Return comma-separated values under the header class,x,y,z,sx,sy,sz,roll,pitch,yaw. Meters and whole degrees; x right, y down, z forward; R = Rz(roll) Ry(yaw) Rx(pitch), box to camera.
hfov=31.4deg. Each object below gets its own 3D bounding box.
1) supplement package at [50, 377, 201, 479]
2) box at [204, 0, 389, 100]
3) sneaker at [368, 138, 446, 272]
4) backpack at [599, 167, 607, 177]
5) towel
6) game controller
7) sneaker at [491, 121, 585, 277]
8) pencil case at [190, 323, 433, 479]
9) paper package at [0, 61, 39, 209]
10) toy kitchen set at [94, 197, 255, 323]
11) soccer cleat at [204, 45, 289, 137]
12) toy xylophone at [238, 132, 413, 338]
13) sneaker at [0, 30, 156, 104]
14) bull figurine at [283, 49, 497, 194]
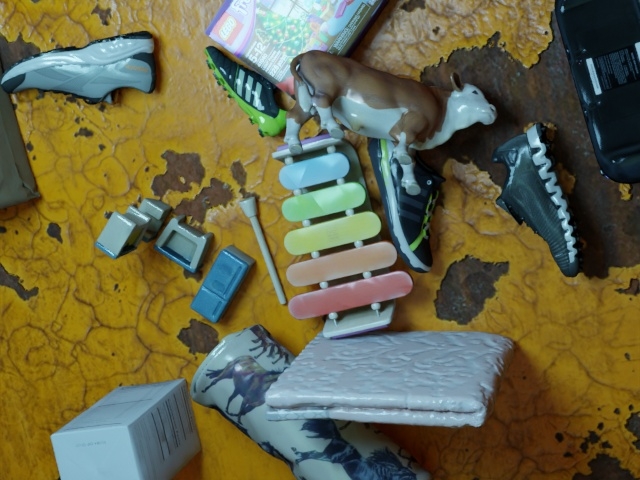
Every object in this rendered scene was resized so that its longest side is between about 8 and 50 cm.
class,x,y,z,sx,sy,sz,roll,pitch,yaw
supplement package,-0.308,0.329,1.853,0.139,0.244,0.133,-9,98,17
box,-0.011,-0.373,1.713,0.201,0.057,0.293,37,104,5
sneaker,0.147,-0.066,1.733,0.097,0.084,0.234,-16,97,16
backpack,0.454,-0.148,1.633,0.114,0.084,0.105,-12,95,20
towel,0.111,0.198,1.669,0.317,0.332,0.053,-1,102,16
game controller,0.436,-0.241,1.584,0.166,0.067,0.319,-19,74,25
sneaker,0.320,-0.051,1.697,0.106,0.078,0.234,-18,93,21
pencil case,-0.013,0.311,1.800,0.410,0.183,0.160,40,68,8
paper package,-0.676,-0.176,1.886,0.325,0.168,0.309,-12,97,18
toy kitchen set,-0.240,0.043,1.815,0.207,0.166,0.122,32,108,7
soccer cleat,-0.111,-0.242,1.785,0.072,0.060,0.179,-39,87,-4
toy xylophone,0.000,0.000,1.788,0.236,0.081,0.322,-22,95,19
sneaker,-0.390,-0.262,1.829,0.272,0.100,0.108,-7,105,16
bull figurine,0.096,-0.181,1.650,0.310,0.188,0.101,16,142,-1
